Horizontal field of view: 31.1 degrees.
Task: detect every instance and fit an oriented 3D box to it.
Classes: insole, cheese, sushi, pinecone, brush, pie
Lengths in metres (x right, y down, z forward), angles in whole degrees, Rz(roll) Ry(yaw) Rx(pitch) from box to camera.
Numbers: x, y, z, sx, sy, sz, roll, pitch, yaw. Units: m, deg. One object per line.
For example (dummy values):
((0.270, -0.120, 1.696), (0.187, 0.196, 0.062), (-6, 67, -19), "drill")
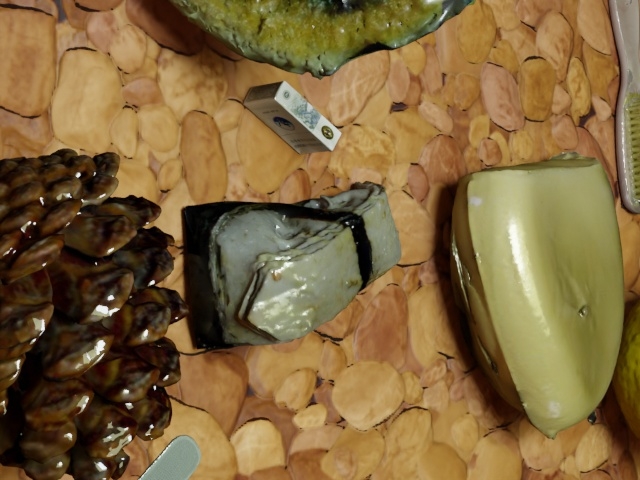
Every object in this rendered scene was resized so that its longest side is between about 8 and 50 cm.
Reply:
((-0.154, 0.235, 1.007), (0.152, 0.002, 0.053), (-50, 118, -30), "insole")
((0.250, 0.062, 1.274), (0.259, 0.128, 0.315), (-8, 94, -42), "cheese")
((0.010, 0.016, 1.086), (0.273, 0.109, 0.134), (-11, 95, -40), "sushi")
((-0.201, 0.053, 0.842), (0.224, 0.224, 0.272), (-39, 116, -34), "pinecone")
((0.414, -0.190, 1.466), (0.072, 0.067, 0.312), (-4, 88, -39), "brush")
((-0.023, -0.306, 0.976), (0.371, 0.296, 0.078), (50, 13, 10), "pie")

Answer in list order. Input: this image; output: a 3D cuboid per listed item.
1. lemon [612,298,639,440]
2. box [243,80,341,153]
((0.479, 0.167, 1.382), (0.267, 0.267, 0.267), (3, 86, -40), "lemon")
((-0.027, -0.116, 1.099), (0.083, 0.054, 0.024), (40, 68, -31), "box")
